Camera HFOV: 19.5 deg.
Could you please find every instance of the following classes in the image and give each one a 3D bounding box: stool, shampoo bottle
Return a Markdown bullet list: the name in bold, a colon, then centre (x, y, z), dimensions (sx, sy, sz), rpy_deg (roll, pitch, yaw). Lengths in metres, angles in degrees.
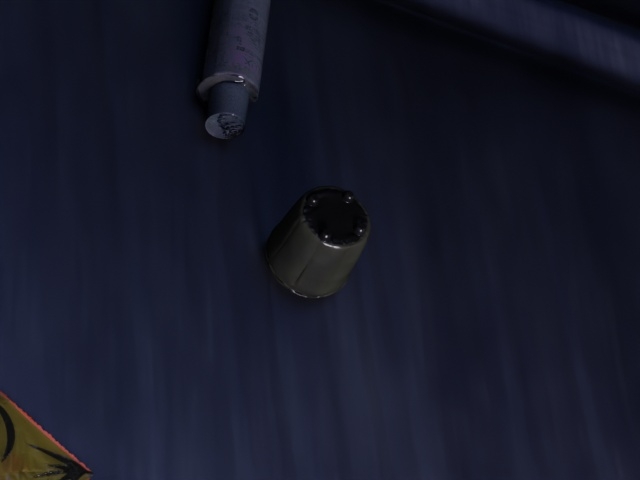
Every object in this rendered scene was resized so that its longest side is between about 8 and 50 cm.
- **stool**: centre (0.000, 0.000, 1.942), dimensions (0.096, 0.110, 0.096), rpy_deg (11, 55, -16)
- **shampoo bottle**: centre (-0.095, -0.208, 2.060), dimensions (0.072, 0.072, 0.214), rpy_deg (18, 53, -16)

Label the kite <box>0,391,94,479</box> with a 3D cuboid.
- **kite**: centre (-0.360, 0.219, 1.676), dimensions (0.327, 0.013, 0.377), rpy_deg (0, 59, -28)
